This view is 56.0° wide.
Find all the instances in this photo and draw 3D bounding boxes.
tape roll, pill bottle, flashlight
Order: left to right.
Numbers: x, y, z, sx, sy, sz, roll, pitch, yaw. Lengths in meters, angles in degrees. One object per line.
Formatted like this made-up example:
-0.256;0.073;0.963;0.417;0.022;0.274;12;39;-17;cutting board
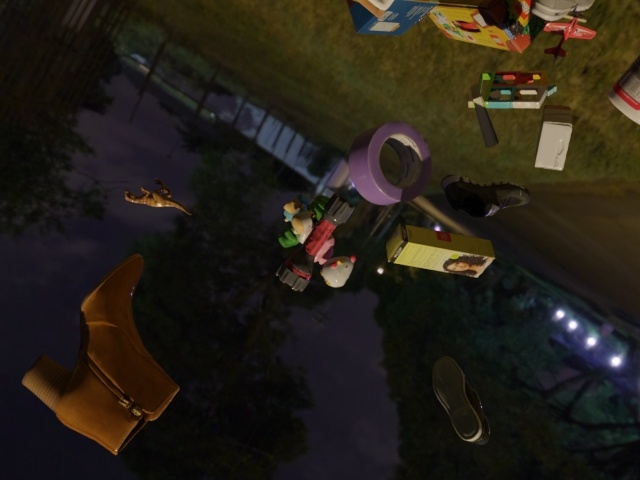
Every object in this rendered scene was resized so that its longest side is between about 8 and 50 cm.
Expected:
-0.012;0.005;1.800;0.103;0.304;0.103;40;-170;28;flashlight
0.164;-0.180;1.413;0.189;0.188;0.080;30;162;-27;tape roll
0.910;-0.451;1.531;0.177;0.318;0.176;20;-142;-17;pill bottle

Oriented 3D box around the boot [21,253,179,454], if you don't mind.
-0.320;0.185;1.012;0.211;0.295;0.104;31;154;3;boot

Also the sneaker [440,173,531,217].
0.413;-0.096;1.485;0.235;0.078;0.106;7;-127;-12;sneaker

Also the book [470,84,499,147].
0.434;-0.333;1.609;0.144;0.035;0.096;61;-159;-28;book

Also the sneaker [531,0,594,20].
0.694;-0.692;1.645;0.105;0.115;0.281;39;-126;20;sneaker

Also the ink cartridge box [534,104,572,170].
0.624;-0.279;1.615;0.073;0.127;0.175;11;-151;16;ink cartridge box

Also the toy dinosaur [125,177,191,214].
-0.485;-0.125;1.842;0.212;0.064;0.112;10;-125;-2;toy dinosaur

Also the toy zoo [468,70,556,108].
0.704;-0.551;2.194;0.294;0.192;0.030;6;140;23;toy zoo

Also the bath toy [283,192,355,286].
0.000;0.000;2.068;0.348;0.129;0.151;55;-163;27;bath toy

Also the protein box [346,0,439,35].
0.231;-0.776;1.946;0.201;0.200;0.135;-11;-99;-34;protein box

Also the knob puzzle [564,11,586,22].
0.833;-0.829;2.117;0.213;0.029;0.213;9;-142;-7;knob puzzle

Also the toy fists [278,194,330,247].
-0.056;-0.083;2.443;0.096;0.279;0.142;53;147;-13;toy fists

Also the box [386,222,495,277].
0.275;0.024;1.383;0.233;0.087;0.058;10;-130;-14;box

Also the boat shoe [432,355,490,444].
0.446;0.510;1.920;0.091;0.114;0.302;36;-150;-37;boat shoe

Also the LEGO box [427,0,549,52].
0.610;-0.855;2.007;0.193;0.372;0.500;39;-171;-27;LEGO box

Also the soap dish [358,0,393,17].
0.129;-0.695;1.358;0.229;0.290;0.118;24;-162;-37;soap dish

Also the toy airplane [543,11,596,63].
0.682;-0.564;1.676;0.151;0.151;0.028;29;-143;-28;toy airplane
